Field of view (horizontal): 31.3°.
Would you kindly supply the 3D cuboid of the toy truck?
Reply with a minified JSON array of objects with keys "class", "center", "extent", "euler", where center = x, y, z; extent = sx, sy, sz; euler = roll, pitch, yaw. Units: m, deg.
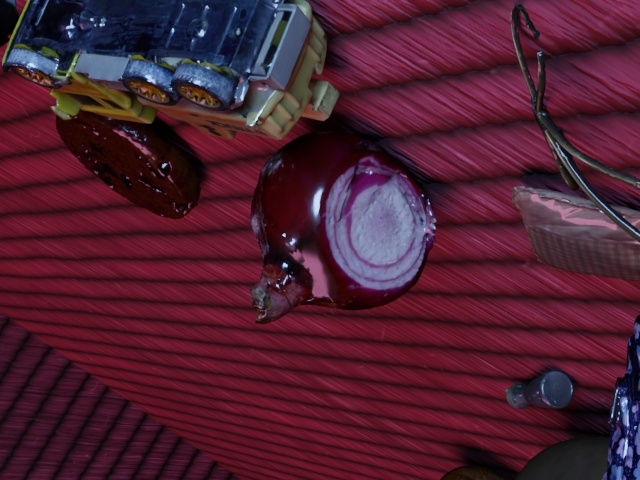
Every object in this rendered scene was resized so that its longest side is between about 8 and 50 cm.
[{"class":"toy truck","center":[-0.117,-0.150,0.940],"extent":[0.272,0.124,0.157],"euler":[11,163,34]}]

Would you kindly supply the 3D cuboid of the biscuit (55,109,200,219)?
[{"class":"biscuit","center":[-0.217,-0.097,1.297],"extent":[0.192,0.049,0.192],"euler":[28,154,15]}]

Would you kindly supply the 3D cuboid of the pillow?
[{"class":"pillow","center":[0.260,0.008,0.929],"extent":[0.211,0.034,0.135],"euler":[15,154,30]}]

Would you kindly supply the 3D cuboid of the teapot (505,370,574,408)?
[{"class":"teapot","center":[0.251,0.176,1.325],"extent":[0.043,0.043,0.111],"euler":[32,164,-6]}]

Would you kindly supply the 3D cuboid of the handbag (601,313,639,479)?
[{"class":"handbag","center":[0.314,0.166,0.972],"extent":[0.127,0.207,0.229],"euler":[-4,160,34]}]

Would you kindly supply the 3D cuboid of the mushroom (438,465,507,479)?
[{"class":"mushroom","center":[0.246,0.471,1.728],"extent":[0.267,0.267,0.254],"euler":[40,157,-25]}]

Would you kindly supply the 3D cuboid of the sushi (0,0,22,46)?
[{"class":"sushi","center":[-0.398,-0.202,0.991],"extent":[0.225,0.219,0.238],"euler":[46,171,7]}]

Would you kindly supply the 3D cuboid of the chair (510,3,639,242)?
[{"class":"chair","center":[0.255,-0.034,0.704],"extent":[0.160,0.170,0.325],"euler":[50,-165,-51]}]

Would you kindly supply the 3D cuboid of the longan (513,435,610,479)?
[{"class":"longan","center":[0.338,0.364,1.327],"extent":[0.288,0.288,0.350],"euler":[24,164,15]}]

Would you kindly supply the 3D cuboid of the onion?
[{"class":"onion","center":[-0.007,0.000,1.037],"extent":[0.173,0.198,0.135],"euler":[56,158,-15]}]
